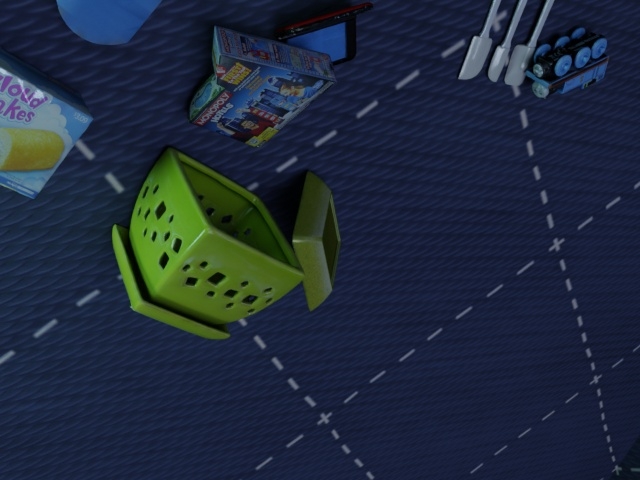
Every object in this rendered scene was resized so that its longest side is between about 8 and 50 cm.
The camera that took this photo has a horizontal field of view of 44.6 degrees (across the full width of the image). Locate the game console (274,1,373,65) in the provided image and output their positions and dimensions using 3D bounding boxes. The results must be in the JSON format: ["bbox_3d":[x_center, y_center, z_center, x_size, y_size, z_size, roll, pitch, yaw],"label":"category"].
[{"bbox_3d":[0.008,-0.314,1.239,0.144,0.124,0.085,-22,107,-17],"label":"game console"}]

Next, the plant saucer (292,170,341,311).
[{"bbox_3d":[0.000,0.000,1.410,0.045,0.188,0.188,-1,134,12],"label":"plant saucer"}]

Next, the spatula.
[{"bbox_3d":[0.360,-0.404,1.441,0.168,0.019,0.242,2,122,-27],"label":"spatula"}]

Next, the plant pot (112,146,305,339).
[{"bbox_3d":[-0.200,0.021,1.276,0.207,0.227,0.228,-45,136,14],"label":"plant pot"}]

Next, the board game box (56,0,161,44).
[{"bbox_3d":[-0.279,-0.347,1.050,0.168,0.033,0.133,-47,147,12],"label":"board game box"}]

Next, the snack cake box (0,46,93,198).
[{"bbox_3d":[-0.460,-0.184,1.035,0.152,0.089,0.264,-50,135,12],"label":"snack cake box"}]

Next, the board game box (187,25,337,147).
[{"bbox_3d":[-0.112,-0.242,1.198,0.194,0.060,0.194,17,139,-43],"label":"board game box"}]

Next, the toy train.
[{"bbox_3d":[0.482,-0.339,1.515,0.184,0.080,0.105,-28,139,-23],"label":"toy train"}]
